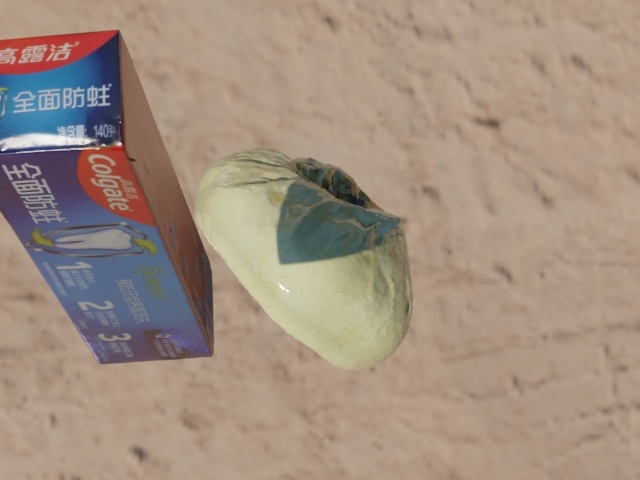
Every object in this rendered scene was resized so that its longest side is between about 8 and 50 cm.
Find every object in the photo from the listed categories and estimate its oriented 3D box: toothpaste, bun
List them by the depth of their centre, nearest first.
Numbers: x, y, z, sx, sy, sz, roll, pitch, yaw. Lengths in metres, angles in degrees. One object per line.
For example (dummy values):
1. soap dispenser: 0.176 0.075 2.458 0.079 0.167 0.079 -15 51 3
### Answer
1. toothpaste: -0.114 -0.010 0.944 0.076 0.320 0.066 -4 68 2
2. bun: 0.000 0.000 1.440 0.127 0.222 0.222 -41 104 8
